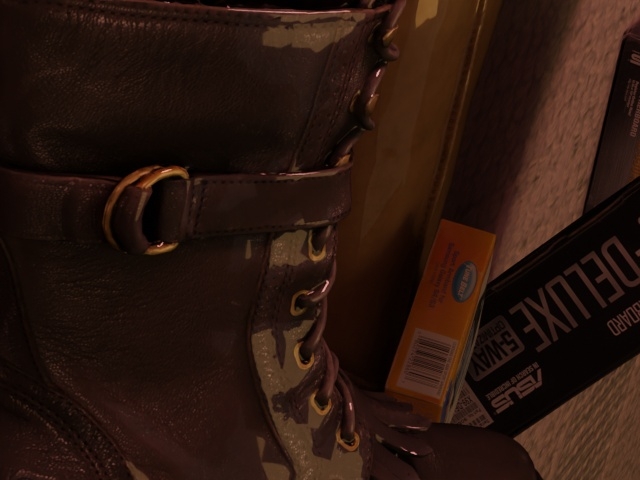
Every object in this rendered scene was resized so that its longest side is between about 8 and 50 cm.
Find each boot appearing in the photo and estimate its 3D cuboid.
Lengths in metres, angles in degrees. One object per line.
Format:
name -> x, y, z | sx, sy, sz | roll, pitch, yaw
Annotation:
boot -> 0.000, 0.000, 0.759 | 0.236, 0.089, 0.270 | -55, 161, -67
boot -> -0.009, 0.014, 0.592 | 0.263, 0.091, 0.229 | 2, 117, -30

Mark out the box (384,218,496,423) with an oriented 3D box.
box -> 0.049, 0.057, 0.802 | 0.136, 0.028, 0.081 | 86, 22, -64

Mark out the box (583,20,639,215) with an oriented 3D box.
box -> 0.279, -0.113, 1.413 | 0.231, 0.056, 0.183 | -43, 148, -50

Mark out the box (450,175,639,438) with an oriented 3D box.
box -> 0.186, 0.005, 1.028 | 0.307, 0.076, 0.242 | -38, 174, 27
